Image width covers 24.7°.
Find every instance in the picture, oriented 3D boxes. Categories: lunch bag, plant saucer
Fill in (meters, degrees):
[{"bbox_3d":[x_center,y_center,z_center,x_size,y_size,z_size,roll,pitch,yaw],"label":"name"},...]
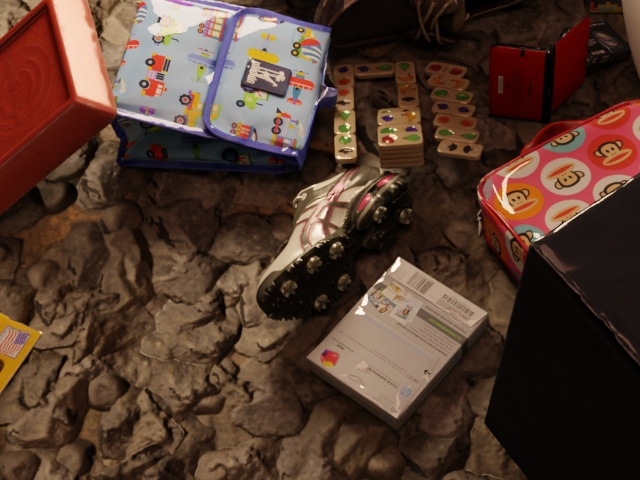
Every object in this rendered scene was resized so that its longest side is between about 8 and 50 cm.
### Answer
[{"bbox_3d":[0.350,-0.057,1.857,0.293,0.120,0.258,-26,49,-10],"label":"lunch bag"},{"bbox_3d":[-0.406,-0.199,2.002,0.259,0.047,0.258,-36,52,23],"label":"plant saucer"},{"bbox_3d":[-0.122,-0.207,2.011,0.293,0.138,0.221,8,60,6],"label":"lunch bag"}]

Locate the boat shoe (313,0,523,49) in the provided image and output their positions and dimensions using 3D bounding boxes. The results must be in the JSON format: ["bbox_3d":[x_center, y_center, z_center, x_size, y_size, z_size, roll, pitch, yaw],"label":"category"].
[{"bbox_3d":[0.163,-0.354,2.079,0.355,0.132,0.130,-25,57,-10],"label":"boat shoe"}]

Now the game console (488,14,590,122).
[{"bbox_3d":[0.295,-0.237,1.977,0.124,0.144,0.085,8,56,12],"label":"game console"}]

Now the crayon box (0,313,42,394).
[{"bbox_3d":[-0.525,0.155,1.833,0.323,0.083,0.203,21,61,20],"label":"crayon box"}]

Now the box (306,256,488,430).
[{"bbox_3d":[0.097,0.126,1.815,0.145,0.038,0.186,32,64,24],"label":"box"}]

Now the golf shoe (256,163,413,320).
[{"bbox_3d":[0.000,0.000,1.885,0.120,0.105,0.273,28,54,33],"label":"golf shoe"}]

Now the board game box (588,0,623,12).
[{"bbox_3d":[0.474,-0.398,2.126,0.170,0.048,0.141,0,55,6],"label":"board game box"}]

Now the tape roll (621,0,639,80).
[{"bbox_3d":[0.493,-0.235,1.808,0.072,0.392,0.392,-20,56,-8],"label":"tape roll"}]

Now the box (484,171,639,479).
[{"bbox_3d":[0.457,0.092,1.518,0.471,0.480,0.297,-33,67,-16],"label":"box"}]

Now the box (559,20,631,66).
[{"bbox_3d":[0.387,-0.277,2.052,0.083,0.018,0.067,-13,51,-32],"label":"box"}]

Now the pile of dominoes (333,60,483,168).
[{"bbox_3d":[0.114,-0.188,1.984,0.196,0.040,0.251,-4,39,2],"label":"pile of dominoes"}]
